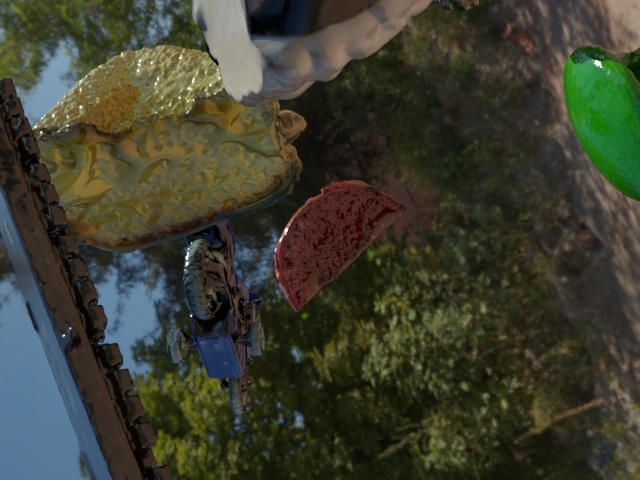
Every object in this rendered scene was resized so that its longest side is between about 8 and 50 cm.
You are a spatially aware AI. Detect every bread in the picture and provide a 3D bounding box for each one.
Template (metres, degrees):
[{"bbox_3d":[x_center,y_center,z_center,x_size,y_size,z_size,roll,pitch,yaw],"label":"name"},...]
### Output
[{"bbox_3d":[-0.160,-0.102,0.683,0.174,0.252,0.132,68,-176,-51],"label":"bread"}]

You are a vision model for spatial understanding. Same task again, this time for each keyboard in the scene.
[{"bbox_3d":[-0.123,0.059,0.355,0.316,0.027,0.106,62,150,18],"label":"keyboard"}]

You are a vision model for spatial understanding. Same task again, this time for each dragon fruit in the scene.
[{"bbox_3d":[0.000,0.000,1.243,0.134,0.262,0.211,46,166,2],"label":"dragon fruit"}]

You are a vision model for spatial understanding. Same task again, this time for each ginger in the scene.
[{"bbox_3d":[-0.103,-0.124,0.998,0.065,0.149,0.258,48,-151,-3],"label":"ginger"}]

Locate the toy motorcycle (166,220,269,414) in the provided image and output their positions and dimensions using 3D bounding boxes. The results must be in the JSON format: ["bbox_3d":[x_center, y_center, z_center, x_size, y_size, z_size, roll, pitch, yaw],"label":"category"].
[{"bbox_3d":[-0.125,0.087,0.889,0.315,0.113,0.168,83,-176,-46],"label":"toy motorcycle"}]

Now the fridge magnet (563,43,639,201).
[{"bbox_3d":[0.364,-0.143,0.838,0.208,0.088,0.208,63,-177,-7],"label":"fridge magnet"}]

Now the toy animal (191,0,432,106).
[{"bbox_3d":[-0.014,-0.212,0.499,0.204,0.156,0.208,-175,70,-73],"label":"toy animal"}]

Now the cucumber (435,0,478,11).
[{"bbox_3d":[0.122,-0.369,0.759,0.359,0.096,0.096,42,-152,-64],"label":"cucumber"}]
